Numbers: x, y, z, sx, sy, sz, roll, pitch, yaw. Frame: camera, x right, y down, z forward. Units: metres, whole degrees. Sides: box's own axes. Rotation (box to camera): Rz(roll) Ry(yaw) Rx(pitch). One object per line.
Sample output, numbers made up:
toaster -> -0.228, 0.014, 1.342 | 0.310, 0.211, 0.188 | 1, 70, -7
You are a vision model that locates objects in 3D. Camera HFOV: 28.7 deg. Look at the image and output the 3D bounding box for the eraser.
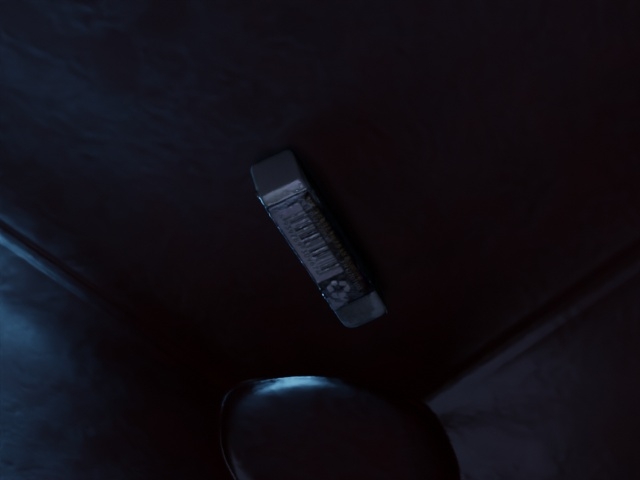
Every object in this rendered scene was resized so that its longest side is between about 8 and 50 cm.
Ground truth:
eraser -> 0.000, 0.000, 0.601 | 0.027, 0.019, 0.099 | -25, 120, 16
